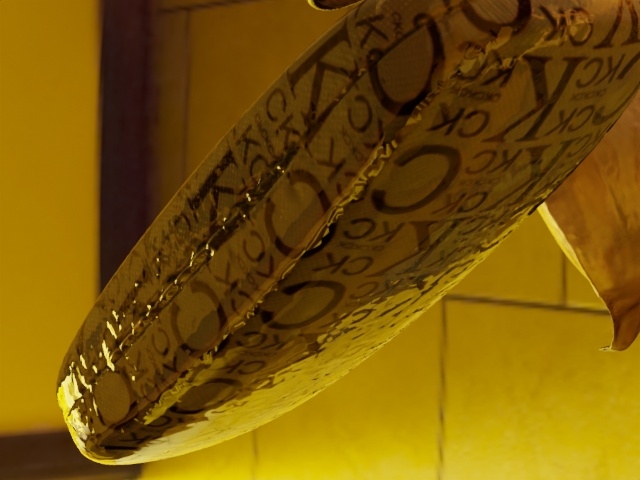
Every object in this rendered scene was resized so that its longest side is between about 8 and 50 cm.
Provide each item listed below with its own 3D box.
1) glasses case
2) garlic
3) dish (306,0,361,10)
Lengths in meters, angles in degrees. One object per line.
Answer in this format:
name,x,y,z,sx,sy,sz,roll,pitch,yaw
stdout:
glasses case,0.000,0.000,0.656,0.355,0.137,0.085,-47,64,45
garlic,0.163,-0.051,0.960,0.128,0.115,0.207,-34,58,27
dish,0.029,-0.170,0.646,0.078,0.141,0.141,53,134,8
